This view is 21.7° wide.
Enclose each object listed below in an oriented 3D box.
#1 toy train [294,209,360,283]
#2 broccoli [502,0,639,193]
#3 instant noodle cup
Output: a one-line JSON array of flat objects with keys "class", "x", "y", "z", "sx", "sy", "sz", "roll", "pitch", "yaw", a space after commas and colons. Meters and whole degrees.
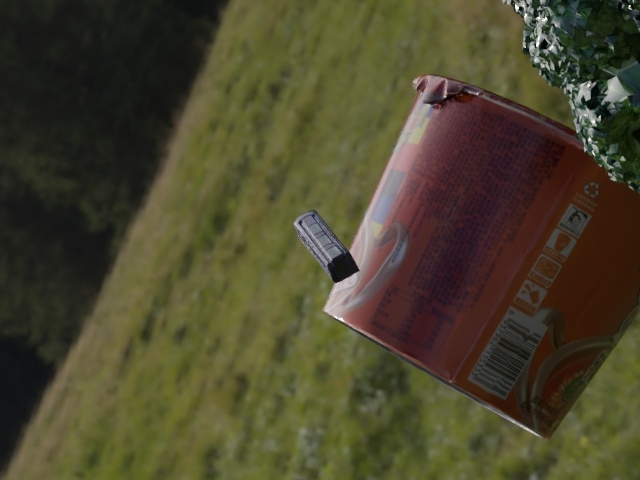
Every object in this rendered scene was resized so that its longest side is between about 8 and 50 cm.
[{"class": "toy train", "x": 0.000, "y": 0.000, "z": 0.943, "sx": 0.017, "sy": 0.017, "sz": 0.083, "roll": -31, "pitch": 27, "yaw": -4}, {"class": "broccoli", "x": 0.187, "y": -0.162, "z": 0.725, "sx": 0.294, "sy": 0.245, "sz": 0.265, "roll": -55, "pitch": 1, "yaw": 38}, {"class": "instant noodle cup", "x": 0.131, "y": 0.018, "z": 1.244, "sx": 0.192, "sy": 0.250, "sz": 0.250, "roll": -60, "pitch": 13, "yaw": -4}]
